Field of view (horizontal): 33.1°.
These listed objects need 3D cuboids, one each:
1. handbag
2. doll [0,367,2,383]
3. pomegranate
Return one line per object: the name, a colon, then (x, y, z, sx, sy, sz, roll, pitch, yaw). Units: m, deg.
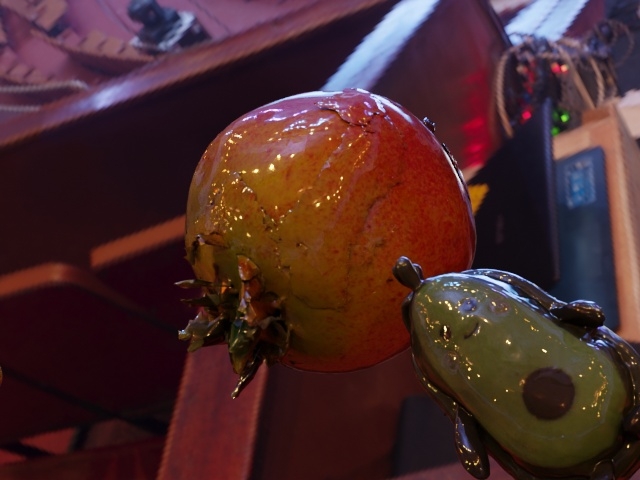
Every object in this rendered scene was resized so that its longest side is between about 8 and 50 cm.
handbag: (0.068, 0.046, 0.380, 0.111, 0.047, 0.072, 39, 92, 32)
doll: (-0.252, 0.105, 0.657, 0.073, 0.084, 0.127, 23, 40, 13)
pomegranate: (0.000, 0.000, 0.764, 0.210, 0.210, 0.235, 3, 37, 42)
